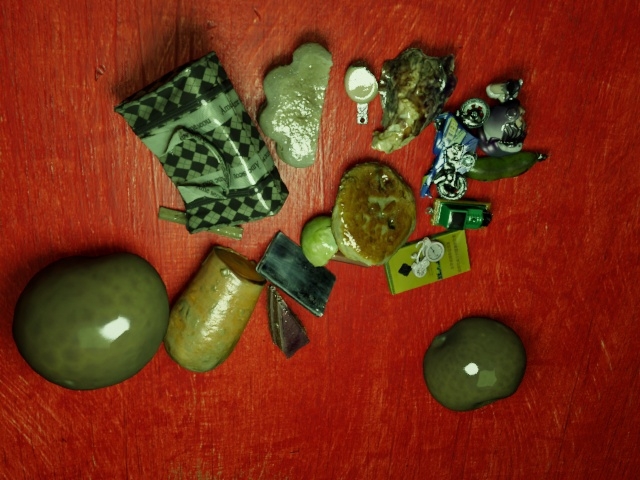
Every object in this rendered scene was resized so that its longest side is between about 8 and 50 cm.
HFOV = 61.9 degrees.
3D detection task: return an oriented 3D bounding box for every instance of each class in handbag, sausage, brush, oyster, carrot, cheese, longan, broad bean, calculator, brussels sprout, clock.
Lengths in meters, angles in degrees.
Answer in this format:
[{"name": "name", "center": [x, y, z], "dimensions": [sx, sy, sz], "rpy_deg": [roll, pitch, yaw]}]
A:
[{"name": "handbag", "center": [-0.310, -0.224, 1.381], "dimensions": [0.316, 0.180, 0.416], "rpy_deg": [-16, 115, 29]}, {"name": "sausage", "center": [0.093, 0.060, 1.687], "dimensions": [0.147, 0.035, 0.030], "rpy_deg": [11, 139, -17]}, {"name": "brush", "center": [-0.349, -0.051, 1.564], "dimensions": [0.247, 0.036, 0.043], "rpy_deg": [14, 103, -8]}, {"name": "oyster", "center": [0.253, -0.398, 1.493], "dimensions": [0.275, 0.100, 0.271], "rpy_deg": [-12, 91, 16]}, {"name": "carrot", "center": [-0.312, 0.208, 1.564], "dimensions": [0.224, 0.224, 0.341], "rpy_deg": [31, 99, -20]}, {"name": "cheese", "center": [0.123, -0.414, 1.499], "dimensions": [0.092, 0.048, 0.171], "rpy_deg": [-16, 113, 18]}, {"name": "longan", "center": [0.508, 0.412, 1.770], "dimensions": [0.350, 0.288, 0.288], "rpy_deg": [-32, 113, 9]}, {"name": "broad bean", "center": [0.551, -0.226, 1.652], "dimensions": [0.338, 0.061, 0.077], "rpy_deg": [-10, 105, -8]}, {"name": "calculator", "center": [-0.064, 0.105, 1.627], "dimensions": [0.261, 0.021, 0.161], "rpy_deg": [41, 54, -21]}, {"name": "brussels sprout", "center": [-0.002, -0.005, 1.589], "dimensions": [0.122, 0.149, 0.152], "rpy_deg": [35, 85, -3]}, {"name": "longan", "center": [-0.612, 0.210, 1.439], "dimensions": [0.404, 0.336, 0.405], "rpy_deg": [-2, 75, 8]}, {"name": "clock", "center": [0.329, 0.053, 1.683], "dimensions": [0.087, 0.041, 0.129], "rpy_deg": [35, 94, -23]}]

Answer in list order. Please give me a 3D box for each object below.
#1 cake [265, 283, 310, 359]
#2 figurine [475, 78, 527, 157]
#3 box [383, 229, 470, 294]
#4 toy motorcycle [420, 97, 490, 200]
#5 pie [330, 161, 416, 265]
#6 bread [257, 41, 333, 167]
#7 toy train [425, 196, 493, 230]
[{"name": "cake", "center": [-0.103, 0.241, 1.631], "dimensions": [0.112, 0.116, 0.295], "rpy_deg": [-29, 143, -16]}, {"name": "figurine", "center": [0.529, -0.354, 1.563], "dimensions": [0.145, 0.145, 0.222], "rpy_deg": [-9, 105, -7]}, {"name": "box", "center": [0.344, 0.066, 1.733], "dimensions": [0.278, 0.041, 0.153], "rpy_deg": [-17, 112, -4]}, {"name": "toy motorcycle", "center": [0.378, -0.268, 1.566], "dimensions": [0.168, 0.113, 0.316], "rpy_deg": [17, 109, 12]}, {"name": "pie", "center": [0.159, -0.083, 1.558], "dimensions": [0.315, 0.092, 0.315], "rpy_deg": [3, 84, -30]}, {"name": "bread", "center": [-0.074, -0.371, 1.457], "dimensions": [0.183, 0.102, 0.338], "rpy_deg": [6, 108, -13]}, {"name": "toy train", "center": [0.437, -0.077, 1.647], "dimensions": [0.227, 0.136, 0.091], "rpy_deg": [5, 110, -10]}]
